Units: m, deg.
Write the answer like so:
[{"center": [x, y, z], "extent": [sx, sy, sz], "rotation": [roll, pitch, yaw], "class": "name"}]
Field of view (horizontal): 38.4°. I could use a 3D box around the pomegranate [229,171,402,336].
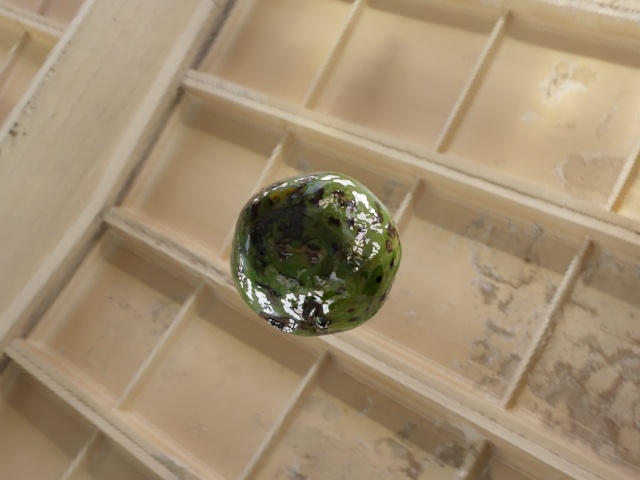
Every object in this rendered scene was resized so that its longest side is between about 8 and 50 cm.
[{"center": [0.000, 0.000, 0.658], "extent": [0.122, 0.122, 0.161], "rotation": [-21, -157, 21], "class": "pomegranate"}]
